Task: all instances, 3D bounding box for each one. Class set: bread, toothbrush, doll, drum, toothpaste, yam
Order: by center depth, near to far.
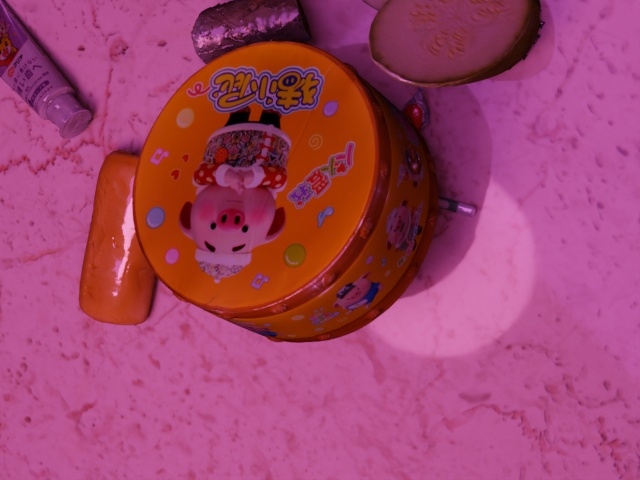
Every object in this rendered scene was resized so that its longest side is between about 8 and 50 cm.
[{"bbox_3d":[-0.050,-0.068,1.790,0.431,0.214,0.431,-9,70,27],"label":"drum"},{"bbox_3d":[0.143,-0.182,1.863,0.057,0.039,0.114,39,122,42],"label":"doll"},{"bbox_3d":[0.120,-0.079,1.898,0.257,0.024,0.018,17,105,19],"label":"toothbrush"},{"bbox_3d":[-0.100,-0.335,1.907,0.183,0.107,0.107,-8,95,22],"label":"yam"},{"bbox_3d":[-0.335,0.001,2.070,0.142,0.091,0.305,19,104,25],"label":"bread"},{"bbox_3d":[-0.510,-0.298,2.114,0.299,0.073,0.114,46,112,19],"label":"toothpaste"}]

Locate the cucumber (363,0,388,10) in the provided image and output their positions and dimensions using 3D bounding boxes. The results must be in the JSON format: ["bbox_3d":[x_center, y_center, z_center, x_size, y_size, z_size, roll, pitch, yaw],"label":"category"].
[{"bbox_3d":[0.075,-0.398,1.857,0.107,0.035,0.067,50,146,-3],"label":"cucumber"}]

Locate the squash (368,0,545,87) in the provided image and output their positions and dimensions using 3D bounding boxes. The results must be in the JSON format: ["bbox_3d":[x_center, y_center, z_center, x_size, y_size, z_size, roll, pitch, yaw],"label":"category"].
[{"bbox_3d":[0.191,-0.308,1.702,0.189,0.260,0.189,4,99,25],"label":"squash"}]
